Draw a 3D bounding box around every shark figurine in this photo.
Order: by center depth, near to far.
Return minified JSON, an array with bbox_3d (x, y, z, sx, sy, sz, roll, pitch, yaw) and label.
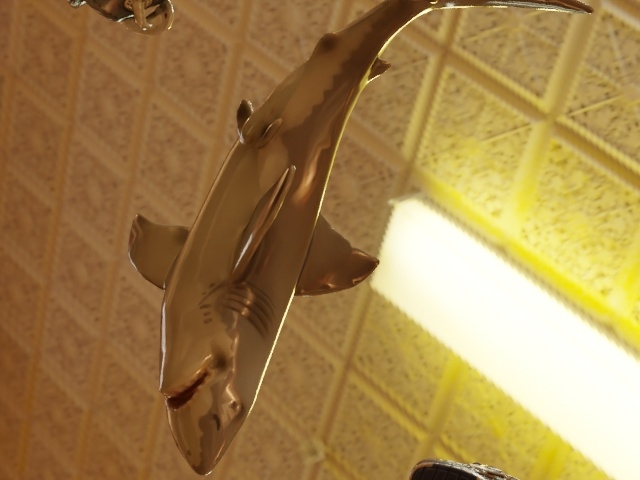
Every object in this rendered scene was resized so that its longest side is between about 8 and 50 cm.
[{"bbox_3d":[0.006,-0.026,0.702,0.278,0.116,0.166,-58,-149,5],"label":"shark figurine"}]

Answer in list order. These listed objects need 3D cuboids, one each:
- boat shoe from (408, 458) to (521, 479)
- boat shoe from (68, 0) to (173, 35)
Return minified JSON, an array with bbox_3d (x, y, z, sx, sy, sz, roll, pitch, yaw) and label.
[{"bbox_3d":[0.185,0.293,1.602,0.183,0.066,0.066,24,-73,-9],"label":"boat shoe"},{"bbox_3d":[-0.089,-0.138,0.578,0.116,0.319,0.099,-94,-176,-72],"label":"boat shoe"}]
